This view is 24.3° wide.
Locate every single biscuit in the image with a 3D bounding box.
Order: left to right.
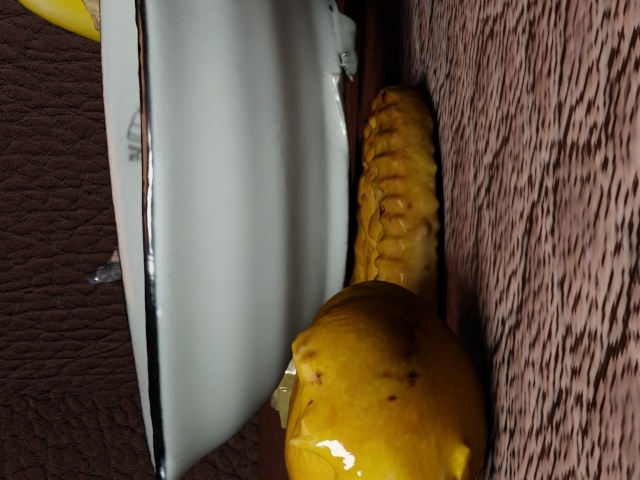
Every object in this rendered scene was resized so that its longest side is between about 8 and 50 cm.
[{"bbox_3d":[0.028,0.026,0.643,0.188,0.027,0.188,-177,90,-87],"label":"biscuit"}]

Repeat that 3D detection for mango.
[{"bbox_3d":[0.020,0.051,0.471,0.127,0.063,0.077,-82,-10,-73],"label":"mango"}]

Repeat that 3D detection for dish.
[{"bbox_3d":[-0.044,-0.044,0.711,0.316,0.106,0.317,177,90,-80],"label":"dish"}]

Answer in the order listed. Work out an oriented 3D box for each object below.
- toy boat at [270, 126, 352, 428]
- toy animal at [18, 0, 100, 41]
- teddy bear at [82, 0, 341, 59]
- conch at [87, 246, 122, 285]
[{"bbox_3d":[-0.006,0.023,0.977,0.077,0.057,0.201,74,-164,-86],"label":"toy boat"},{"bbox_3d":[-0.138,-0.294,1.239,0.345,0.277,0.247,29,-106,-58],"label":"toy animal"},{"bbox_3d":[-0.033,-0.199,0.963,0.296,0.222,0.246,-7,-86,-50],"label":"teddy bear"},{"bbox_3d":[-0.079,-0.039,1.346,0.241,0.186,0.313,-60,-7,16],"label":"conch"}]
